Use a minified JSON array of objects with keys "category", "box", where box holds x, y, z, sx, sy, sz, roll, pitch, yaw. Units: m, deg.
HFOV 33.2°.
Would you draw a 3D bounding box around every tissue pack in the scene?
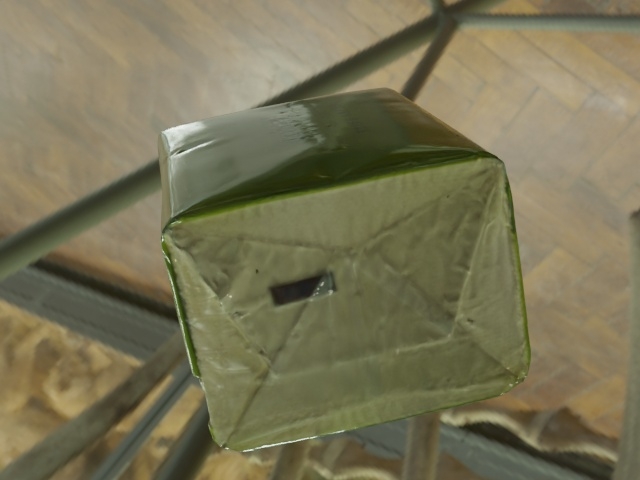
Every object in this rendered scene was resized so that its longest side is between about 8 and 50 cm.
[{"category":"tissue pack","box":[0.000,0.000,0.740,0.275,0.200,0.167,-120,18,-73]}]
